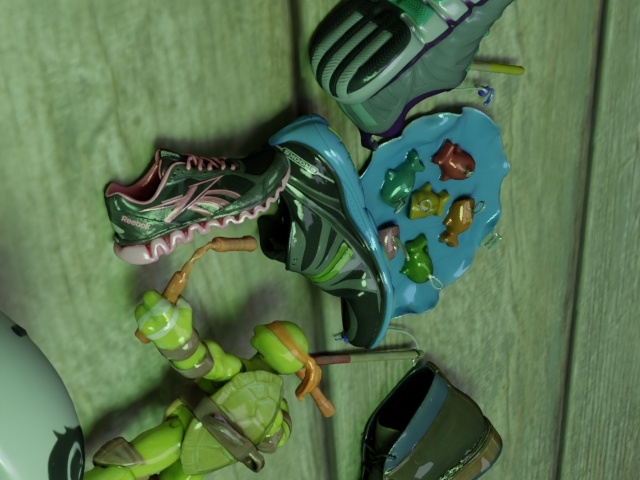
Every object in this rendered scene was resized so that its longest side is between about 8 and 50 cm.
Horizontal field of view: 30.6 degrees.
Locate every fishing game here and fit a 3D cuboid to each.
[{"bbox_3d":[0.087,-0.014,0.902,0.189,0.041,0.264,3,113,-46],"label":"fishing game"}]

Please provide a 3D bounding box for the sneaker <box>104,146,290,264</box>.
[{"bbox_3d":[-0.074,-0.033,0.695,0.119,0.047,0.057,-27,119,-15],"label":"sneaker"}]

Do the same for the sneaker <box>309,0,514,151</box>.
[{"bbox_3d":[0.091,-0.159,0.780,0.224,0.083,0.098,-41,146,-5],"label":"sneaker"}]

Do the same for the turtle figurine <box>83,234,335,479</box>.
[{"bbox_3d":[-0.074,0.129,0.778,0.217,0.087,0.269,-45,150,-9],"label":"turtle figurine"}]

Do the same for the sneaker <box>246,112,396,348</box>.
[{"bbox_3d":[0.000,0.000,0.796,0.078,0.067,0.188,-24,127,-1],"label":"sneaker"}]

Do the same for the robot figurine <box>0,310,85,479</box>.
[{"bbox_3d":[-0.234,0.140,0.524,0.278,0.209,0.173,-45,134,-31],"label":"robot figurine"}]

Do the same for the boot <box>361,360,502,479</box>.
[{"bbox_3d":[0.049,0.202,1.002,0.219,0.082,0.106,-41,118,-15],"label":"boot"}]
